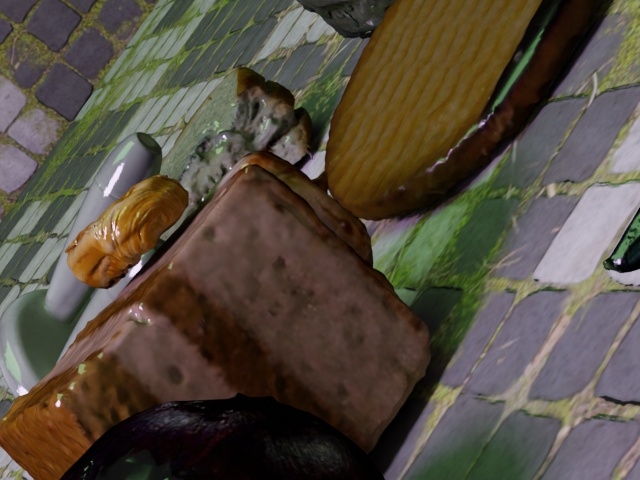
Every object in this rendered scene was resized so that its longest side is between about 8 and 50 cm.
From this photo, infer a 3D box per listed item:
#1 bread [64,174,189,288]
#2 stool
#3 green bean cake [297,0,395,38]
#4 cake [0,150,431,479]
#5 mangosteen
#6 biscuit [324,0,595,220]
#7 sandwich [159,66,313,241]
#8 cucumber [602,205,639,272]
[{"bbox_3d":[-0.132,-0.008,1.358,0.083,0.044,0.110,-45,4,-29],"label":"bread"},{"bbox_3d":[-0.130,0.059,1.554,0.199,0.195,0.195,-50,30,26],"label":"stool"},{"bbox_3d":[0.034,-0.355,1.930,0.255,0.241,0.132,-56,14,-11],"label":"green bean cake"},{"bbox_3d":[-0.054,0.084,1.330,0.293,0.199,0.196,-51,7,-23],"label":"cake"},{"bbox_3d":[-0.057,0.210,1.089,0.211,0.211,0.250,-173,88,-72],"label":"mangosteen"},{"bbox_3d":[0.112,-0.151,1.580,0.318,0.040,0.318,-43,25,26],"label":"biscuit"},{"bbox_3d":[-0.114,-0.025,1.893,0.254,0.099,0.288,-48,16,20],"label":"sandwich"},{"bbox_3d":[0.221,-0.051,1.121,0.184,0.033,0.036,-55,-9,-11],"label":"cucumber"}]
